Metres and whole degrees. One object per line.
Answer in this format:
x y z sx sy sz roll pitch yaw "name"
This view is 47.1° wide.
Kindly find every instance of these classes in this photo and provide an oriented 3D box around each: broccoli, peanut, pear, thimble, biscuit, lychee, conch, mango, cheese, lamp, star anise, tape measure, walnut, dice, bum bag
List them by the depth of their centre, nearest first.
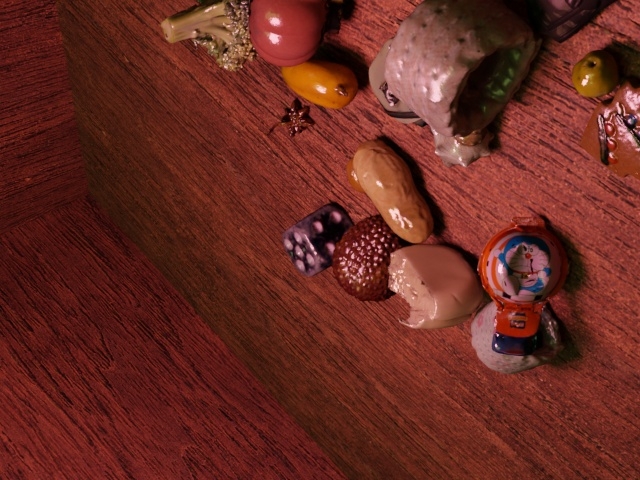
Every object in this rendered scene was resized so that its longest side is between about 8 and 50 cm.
0.487 -0.472 1.299 0.144 0.095 0.340 46 153 -9 "bum bag"
0.523 -0.311 1.396 0.092 0.092 0.097 26 169 42 "pear"
0.624 -0.196 1.398 0.301 0.043 0.278 -9 110 58 "biscuit"
0.291 -0.371 1.511 0.195 0.291 0.291 47 149 24 "thimble"
0.319 -0.226 1.729 0.137 0.114 0.234 34 145 -16 "conch"
0.472 0.108 1.729 0.129 0.217 0.329 -86 3 -84 "cheese"
0.222 -0.363 1.769 0.235 0.115 0.207 53 147 8 "tape measure"
-0.060 -0.589 1.847 0.305 0.240 0.305 -175 90 -87 "lamp"
0.498 0.241 1.862 0.211 0.185 0.149 31 153 -9 "thimble"
0.296 0.119 1.943 0.266 0.233 0.127 -119 24 -50 "cheese"
-0.007 -0.435 1.986 0.317 0.177 0.119 37 120 47 "mango"
0.198 -0.132 1.991 0.318 0.148 0.147 59 150 3 "peanut"
-0.267 -0.612 2.085 0.249 0.302 0.375 48 166 -21 "broccoli"
0.149 0.052 2.149 0.236 0.236 0.271 36 118 33 "lychee"
0.108 -0.187 2.157 0.091 0.052 0.121 4 119 58 "walnut"
-0.098 -0.363 2.271 0.191 0.070 0.097 -25 107 48 "star anise"
0.000 0.000 2.357 0.183 0.182 0.181 60 151 0 "dice"
